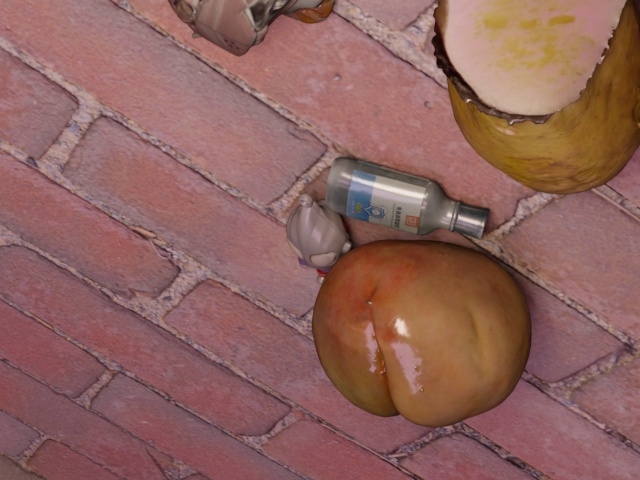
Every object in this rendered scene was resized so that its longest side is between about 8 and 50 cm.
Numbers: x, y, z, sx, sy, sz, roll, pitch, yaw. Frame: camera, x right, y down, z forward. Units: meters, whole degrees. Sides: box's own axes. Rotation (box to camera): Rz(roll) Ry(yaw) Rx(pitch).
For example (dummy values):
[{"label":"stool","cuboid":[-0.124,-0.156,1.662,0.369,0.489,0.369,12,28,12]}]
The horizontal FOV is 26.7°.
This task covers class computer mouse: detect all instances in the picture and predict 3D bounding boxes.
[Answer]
[{"label":"computer mouse","cuboid":[-0.112,-0.288,1.452,0.199,0.115,0.389,49,154,-3]}]

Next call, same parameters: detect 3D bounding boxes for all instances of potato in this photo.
[{"label":"potato","cuboid":[0.242,-0.156,1.422,0.229,0.229,0.266,6,155,22]}]

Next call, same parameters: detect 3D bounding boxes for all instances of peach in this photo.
[{"label":"peach","cuboid":[0.127,0.113,1.751,0.292,0.247,0.292,23,162,8]}]

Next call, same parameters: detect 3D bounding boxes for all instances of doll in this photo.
[{"label":"doll","cuboid":[0.000,0.000,1.829,0.102,0.075,0.227,20,156,19]}]

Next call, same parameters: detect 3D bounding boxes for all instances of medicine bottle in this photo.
[{"label":"medicine bottle","cuboid":[0.110,-0.048,1.723,0.208,0.054,0.090,16,143,9]}]

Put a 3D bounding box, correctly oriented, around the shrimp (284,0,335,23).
[{"label":"shrimp","cuboid":[-0.040,-0.313,1.486,0.101,0.042,0.190,10,143,29]}]
